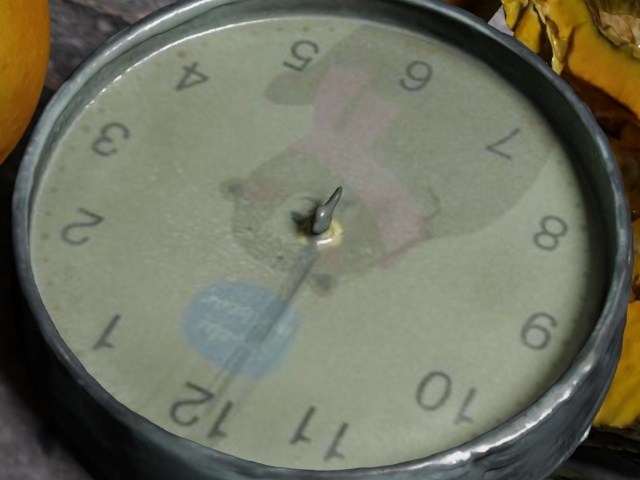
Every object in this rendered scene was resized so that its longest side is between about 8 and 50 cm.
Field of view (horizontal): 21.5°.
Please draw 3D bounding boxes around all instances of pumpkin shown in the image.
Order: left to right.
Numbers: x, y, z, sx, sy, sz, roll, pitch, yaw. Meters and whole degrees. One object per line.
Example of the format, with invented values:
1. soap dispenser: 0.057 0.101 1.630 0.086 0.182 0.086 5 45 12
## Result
1. pumpkin: 0.155 -0.013 0.859 0.139 0.190 0.280 14 32 -42

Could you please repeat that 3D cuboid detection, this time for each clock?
1. clock: 0.000 0.000 0.737 0.280 0.055 0.281 2 55 -2

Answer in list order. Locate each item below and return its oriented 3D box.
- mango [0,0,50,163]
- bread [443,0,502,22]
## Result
1. mango: -0.208 -0.062 0.692 0.253 0.113 0.138 -36 102 -43
2. bread: -0.001 -0.231 0.981 0.132 0.167 0.294 -10 56 -43
